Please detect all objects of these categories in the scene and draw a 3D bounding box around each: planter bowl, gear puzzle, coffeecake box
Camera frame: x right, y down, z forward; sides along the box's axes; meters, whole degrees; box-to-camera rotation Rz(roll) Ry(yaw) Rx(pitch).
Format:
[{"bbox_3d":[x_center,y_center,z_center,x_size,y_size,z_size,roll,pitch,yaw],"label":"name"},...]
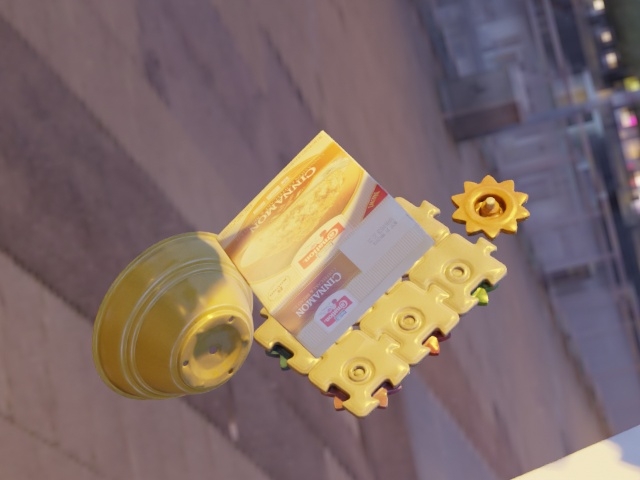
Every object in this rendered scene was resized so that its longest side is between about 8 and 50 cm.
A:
[{"bbox_3d":[-0.143,0.106,1.985,0.090,0.217,0.217,36,-22,41],"label":"planter bowl"},{"bbox_3d":[0.093,0.043,1.873,0.175,0.339,0.044,34,-26,27],"label":"gear puzzle"},{"bbox_3d":[0.000,0.000,1.537,0.068,0.142,0.185,45,2,-27],"label":"coffeecake box"}]

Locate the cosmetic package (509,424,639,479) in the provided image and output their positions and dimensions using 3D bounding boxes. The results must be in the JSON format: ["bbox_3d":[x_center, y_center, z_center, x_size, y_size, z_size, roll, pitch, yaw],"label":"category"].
[{"bbox_3d":[0.331,0.288,1.620,0.385,0.217,0.156,-13,121,-47],"label":"cosmetic package"}]
